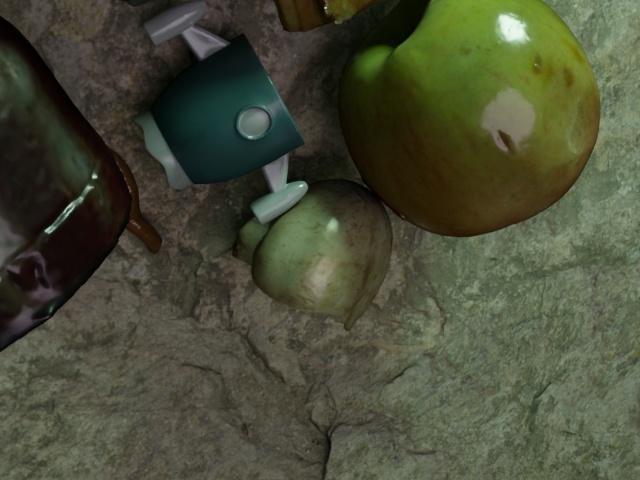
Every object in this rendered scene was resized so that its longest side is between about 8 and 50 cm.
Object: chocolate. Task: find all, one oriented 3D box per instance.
[{"bbox_3d":[-0.423,-0.074,1.150,0.384,0.383,0.331,-38,118,-7],"label":"chocolate"}]

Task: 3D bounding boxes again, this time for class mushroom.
[{"bbox_3d":[0.000,0.000,1.542,0.189,0.195,0.254,-58,164,1],"label":"mushroom"}]

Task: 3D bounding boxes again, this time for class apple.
[{"bbox_3d":[0.181,-0.178,1.452,0.338,0.338,0.305,-45,126,0],"label":"apple"}]

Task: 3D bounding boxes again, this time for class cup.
[{"bbox_3d":[-0.131,-0.146,1.391,0.173,0.167,0.299,-30,114,-1],"label":"cup"}]

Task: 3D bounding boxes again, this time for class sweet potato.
[{"bbox_3d":[-0.246,-0.043,1.460,0.044,0.044,0.179,-29,127,-14],"label":"sweet potato"}]

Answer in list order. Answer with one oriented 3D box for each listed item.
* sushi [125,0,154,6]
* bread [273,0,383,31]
[{"bbox_3d":[-0.188,-0.410,1.054,0.418,0.176,0.417,9,131,11],"label":"sushi"},{"bbox_3d":[0.052,-0.437,1.308,0.370,0.191,0.314,-32,130,-17],"label":"bread"}]
